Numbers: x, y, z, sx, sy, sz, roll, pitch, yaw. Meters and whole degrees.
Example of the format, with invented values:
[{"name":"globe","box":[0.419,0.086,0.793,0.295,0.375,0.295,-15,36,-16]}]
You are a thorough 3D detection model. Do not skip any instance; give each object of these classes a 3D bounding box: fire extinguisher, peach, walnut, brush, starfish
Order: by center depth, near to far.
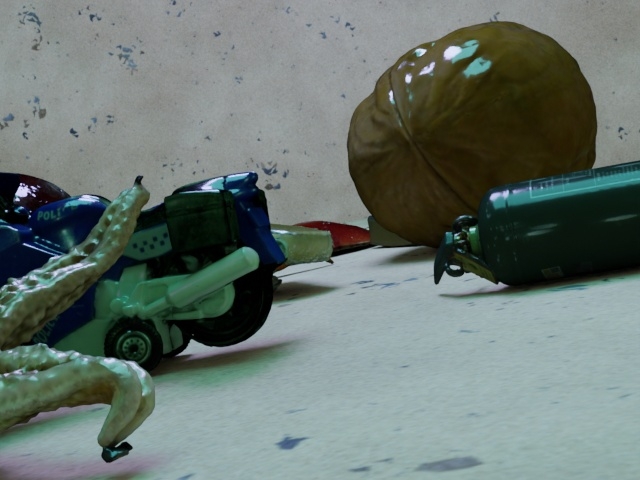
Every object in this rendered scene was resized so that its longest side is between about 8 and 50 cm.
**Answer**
[{"name":"starfish","box":[-0.260,0.077,0.720,0.432,0.082,0.324,-18,19,20]},{"name":"fire extinguisher","box":[0.244,-0.013,0.930,0.311,0.095,0.114,-9,-34,16]},{"name":"walnut","box":[0.226,-0.147,1.507,0.398,0.308,0.354,-15,-29,-54]},{"name":"brush","box":[0.171,-0.029,1.765,0.123,0.059,0.197,-14,4,-23]},{"name":"peach","box":[-0.002,-0.003,1.893,0.279,0.068,0.189,-12,5,-17]}]

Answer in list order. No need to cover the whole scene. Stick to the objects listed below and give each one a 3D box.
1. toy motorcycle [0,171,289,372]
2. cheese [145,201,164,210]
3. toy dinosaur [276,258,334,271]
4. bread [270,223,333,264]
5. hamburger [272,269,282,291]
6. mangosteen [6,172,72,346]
[{"name":"toy motorcycle","box":[-0.196,0.020,0.898,0.331,0.196,0.125,-12,2,13]},{"name":"cheese","box":[-0.218,-0.005,1.846,0.189,0.074,0.286,-23,-30,10]},{"name":"toy dinosaur","box":[-0.205,0.037,1.568,0.432,0.097,0.208,-7,-5,-44]},{"name":"bread","box":[-0.107,0.001,1.348,0.207,0.056,0.286,2,1,-12]},{"name":"hamburger","box":[-0.105,0.054,1.343,0.121,0.054,0.084,-4,-1,-17]},{"name":"mangosteen","box":[-0.314,0.037,1.056,0.216,0.216,0.216,-11,3,1]}]
